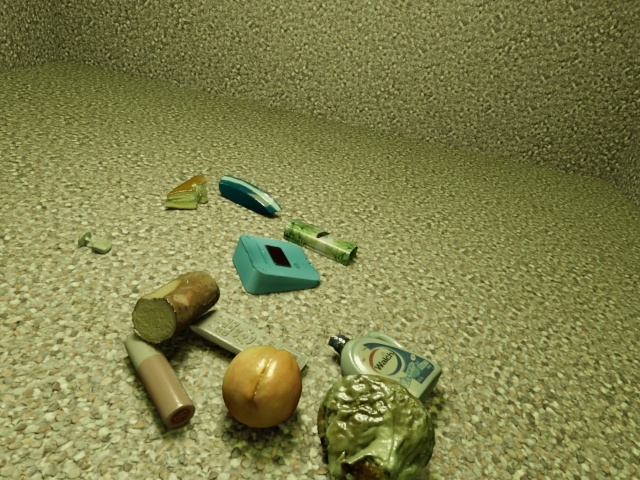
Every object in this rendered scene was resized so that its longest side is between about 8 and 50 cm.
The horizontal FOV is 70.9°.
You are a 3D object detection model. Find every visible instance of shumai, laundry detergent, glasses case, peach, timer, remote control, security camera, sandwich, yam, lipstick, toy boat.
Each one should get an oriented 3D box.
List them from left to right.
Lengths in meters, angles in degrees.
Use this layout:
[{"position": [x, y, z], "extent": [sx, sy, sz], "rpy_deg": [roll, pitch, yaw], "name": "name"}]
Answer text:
[{"position": [-0.714, 0.011, 1.432], "extent": [0.092, 0.058, 0.058], "rpy_deg": [28, 32, 3], "name": "security camera"}, {"position": [-0.371, 0.308, 1.025], "extent": [0.070, 0.070, 0.254], "rpy_deg": [-14, 39, -37], "name": "lipstick"}, {"position": [-0.354, 0.159, 1.140], "extent": [0.129, 0.128, 0.238], "rpy_deg": [29, 20, 9], "name": "yam"}, {"position": [-0.507, -0.189, 1.788], "extent": [0.088, 0.090, 0.244], "rpy_deg": [17, 31, 14], "name": "sandwich"}, {"position": [-0.189, 0.275, 1.170], "extent": [0.312, 0.055, 0.109], "rpy_deg": [24, 21, 14], "name": "remote control"}, {"position": [-0.292, -0.178, 1.848], "extent": [0.299, 0.096, 0.062], "rpy_deg": [26, 44, 19], "name": "toy boat"}, {"position": [-0.128, 0.323, 0.993], "extent": [0.184, 0.184, 0.184], "rpy_deg": [9, 30, -5], "name": "peach"}, {"position": [-0.147, 0.085, 1.504], "extent": [0.249, 0.092, 0.232], "rpy_deg": [8, 28, -30], "name": "timer"}, {"position": [0.000, 0.000, 1.681], "extent": [0.272, 0.062, 0.095], "rpy_deg": [23, 32, 18], "name": "glasses case"}, {"position": [0.106, 0.413, 0.909], "extent": [0.255, 0.189, 0.218], "rpy_deg": [12, 28, 10], "name": "shumai"}, {"position": [0.151, 0.319, 1.164], "extent": [0.280, 0.106, 0.214], "rpy_deg": [29, 35, 29], "name": "laundry detergent"}]
